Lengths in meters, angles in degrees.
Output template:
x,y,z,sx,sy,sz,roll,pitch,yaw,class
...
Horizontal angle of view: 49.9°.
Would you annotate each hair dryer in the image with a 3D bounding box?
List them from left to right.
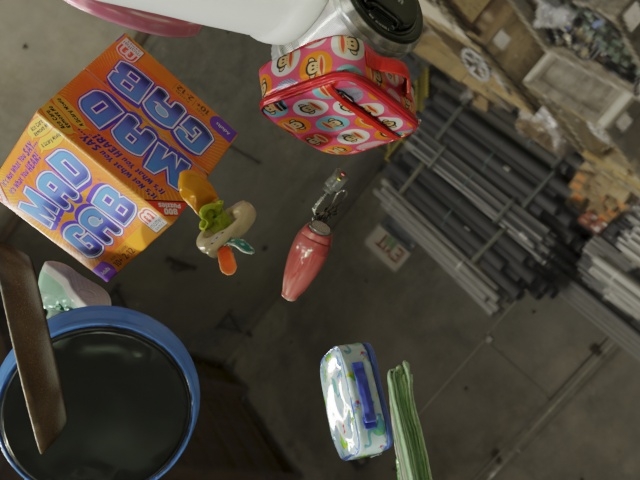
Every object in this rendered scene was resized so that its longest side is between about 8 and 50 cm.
x,y,z,sx,sy,sz,roll,pitch,yaw,class
0.000,0.000,1.489,0.080,0.293,0.223,28,169,9,hair dryer

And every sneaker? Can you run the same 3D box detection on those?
x,y,z,sx,sy,sz,roll,pitch,yaw,class
-0.574,0.161,1.573,0.256,0.151,0.094,27,-171,40,sneaker

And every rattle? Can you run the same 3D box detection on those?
x,y,z,sx,sy,sz,roll,pitch,yaw,class
-0.186,-0.041,1.203,0.199,0.130,0.142,-90,-17,-65,rattle

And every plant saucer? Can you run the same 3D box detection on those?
x,y,z,sx,sy,sz,roll,pitch,yaw,class
-0.413,0.146,0.987,0.050,0.310,0.310,-12,-143,-23,plant saucer
-0.383,-0.511,1.359,0.332,0.084,0.332,21,-152,-12,plant saucer

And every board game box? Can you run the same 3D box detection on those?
x,y,z,sx,sy,sz,roll,pitch,yaw,class
-0.492,-0.191,1.658,0.357,0.356,0.356,41,-135,-16,board game box

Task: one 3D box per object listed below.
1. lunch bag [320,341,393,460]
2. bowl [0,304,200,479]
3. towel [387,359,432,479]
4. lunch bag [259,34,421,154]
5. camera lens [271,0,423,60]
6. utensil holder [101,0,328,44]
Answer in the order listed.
x,y,z,sx,sy,sz,roll,pitch,yaw,class
0.070,0.319,1.364,0.090,0.176,0.218,-6,-113,-16,lunch bag
-0.429,0.322,1.333,0.391,0.391,0.077,35,180,-18,bowl
0.130,0.346,0.878,0.247,0.038,0.324,-97,-2,-50,towel
0.055,-0.273,1.306,0.293,0.258,0.120,21,-118,-52,lunch bag
0.054,-0.422,1.400,0.220,0.274,0.219,16,-119,-32,camera lens
-0.193,-0.442,0.843,0.386,0.327,0.327,5,-152,-29,utensil holder
